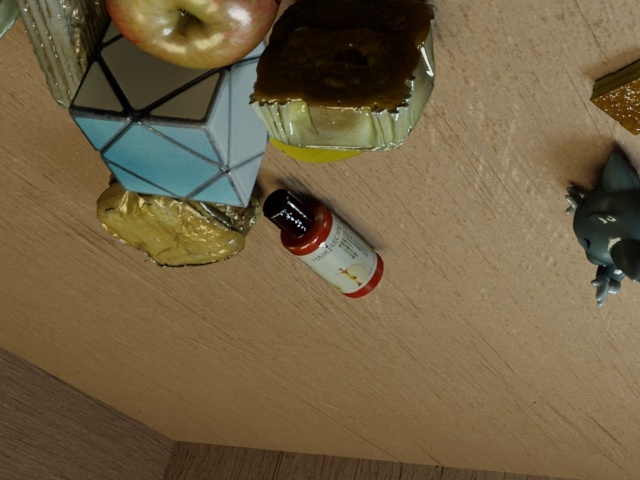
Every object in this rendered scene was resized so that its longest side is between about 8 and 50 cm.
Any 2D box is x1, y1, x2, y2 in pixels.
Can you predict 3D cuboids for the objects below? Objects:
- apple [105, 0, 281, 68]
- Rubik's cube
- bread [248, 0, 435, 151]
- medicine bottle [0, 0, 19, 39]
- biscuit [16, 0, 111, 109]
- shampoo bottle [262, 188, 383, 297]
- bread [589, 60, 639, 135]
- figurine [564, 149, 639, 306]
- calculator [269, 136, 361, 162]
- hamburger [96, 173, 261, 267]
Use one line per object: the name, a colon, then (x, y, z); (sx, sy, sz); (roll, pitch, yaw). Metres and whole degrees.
apple: (-0.147, -0.302, 1.070); (0.209, 0.164, 0.209); (4, 147, 2)
Rubik's cube: (-0.189, -0.191, 1.262); (0.205, 0.207, 0.205); (7, 152, 16)
bread: (0.031, -0.210, 1.116); (0.210, 0.192, 0.110); (8, 151, 17)
medicine bottle: (-0.464, -0.339, 1.187); (0.143, 0.147, 0.147); (31, 151, -36)
biscuit: (-0.329, -0.330, 1.136); (0.078, 0.144, 0.426); (12, 155, 5)
shampoo bottle: (0.000, 0.000, 1.653); (0.104, 0.104, 0.278); (-7, 146, 39)
bread: (0.406, -0.180, 1.146); (0.094, 0.035, 0.090); (29, 151, -25)
figurine: (0.451, 0.006, 1.348); (0.140, 0.193, 0.265); (-11, 156, 41)
calculator: (0.010, -0.173, 1.385); (0.146, 0.032, 0.235); (31, 152, -29)
hamburger: (-0.251, -0.056, 1.644); (0.283, 0.144, 0.259); (1, 147, 37)
